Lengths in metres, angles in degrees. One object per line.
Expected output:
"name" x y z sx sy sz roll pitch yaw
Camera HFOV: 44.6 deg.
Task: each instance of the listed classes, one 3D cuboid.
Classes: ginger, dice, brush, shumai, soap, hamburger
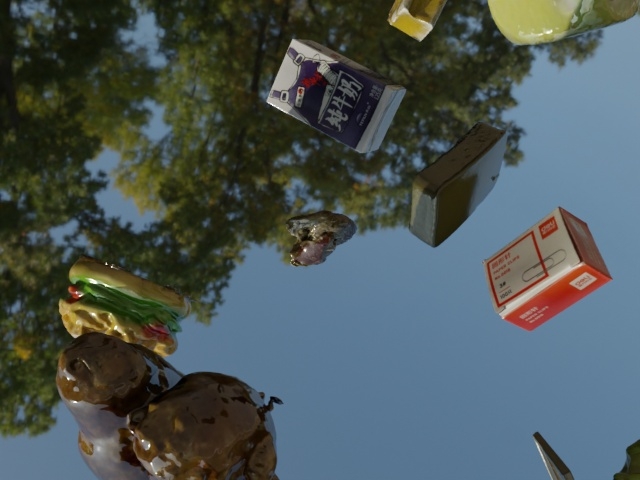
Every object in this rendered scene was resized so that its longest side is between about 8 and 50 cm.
"ginger" -0.153 0.254 0.918 0.254 0.418 0.176 24 -119 14
"dice" 0.342 -0.377 1.100 0.166 0.169 0.169 -1 -159 45
"brush" 0.210 -0.089 1.196 0.059 0.123 0.197 31 -127 26
"shumai" 0.006 -0.008 1.502 0.123 0.105 0.139 -8 -172 44
"soap" 0.194 -0.461 1.346 0.073 0.232 0.140 26 172 -6
"hamburger" -0.338 0.129 1.330 0.237 0.148 0.237 19 170 4

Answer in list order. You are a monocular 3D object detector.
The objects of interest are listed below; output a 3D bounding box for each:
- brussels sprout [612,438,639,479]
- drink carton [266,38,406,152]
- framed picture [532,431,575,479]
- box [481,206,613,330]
"brussels sprout" 0.623 0.452 1.233 0.247 0.328 0.328 21 -148 -22
"drink carton" 0.028 -0.274 1.469 0.222 0.134 0.102 30 -158 14
"framed picture" 0.444 0.484 1.318 0.213 0.016 0.289 -48 -66 -86
"box" 0.376 0.050 1.322 0.099 0.182 0.133 26 -140 -32
